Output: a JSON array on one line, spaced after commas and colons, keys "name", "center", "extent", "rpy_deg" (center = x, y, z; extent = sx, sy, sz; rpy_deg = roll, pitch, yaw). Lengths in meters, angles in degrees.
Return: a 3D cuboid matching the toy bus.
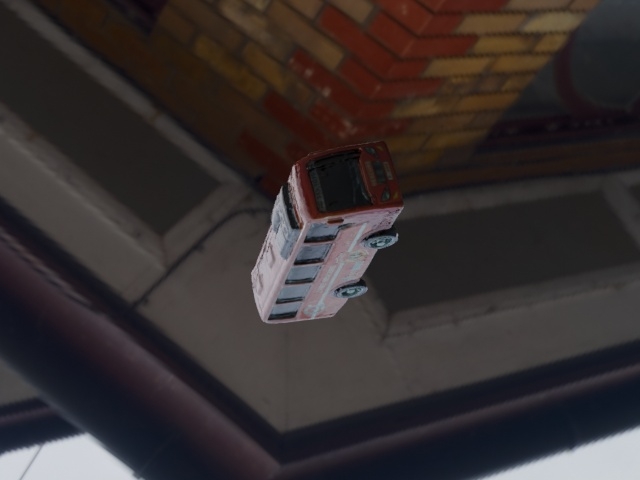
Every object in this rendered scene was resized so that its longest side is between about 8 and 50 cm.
[{"name": "toy bus", "center": [0.000, 0.000, 0.494], "extent": [0.043, 0.110, 0.031], "rpy_deg": [-8, -113, -16]}]
